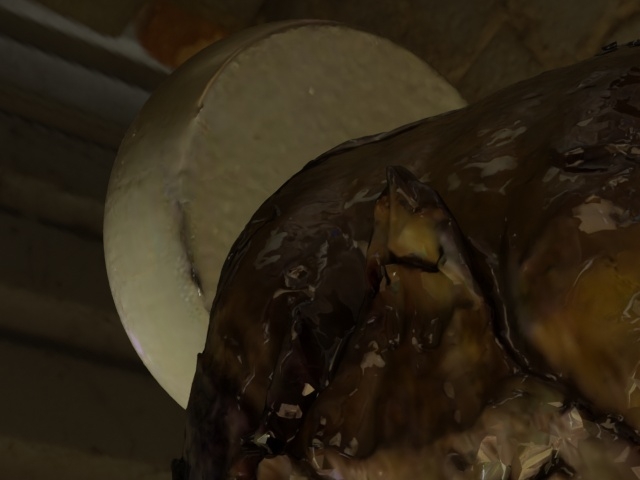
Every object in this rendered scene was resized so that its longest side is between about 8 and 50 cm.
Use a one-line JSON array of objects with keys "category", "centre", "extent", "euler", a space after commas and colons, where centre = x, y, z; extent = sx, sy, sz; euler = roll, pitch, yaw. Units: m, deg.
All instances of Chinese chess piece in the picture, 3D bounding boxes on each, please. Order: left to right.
[{"category": "Chinese chess piece", "centre": [0.000, 0.000, 0.770], "extent": [0.273, 0.102, 0.273], "euler": [10, -108, -31]}]

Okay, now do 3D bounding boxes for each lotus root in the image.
[{"category": "lotus root", "centre": [0.071, 0.069, 0.388], "extent": [0.272, 0.272, 0.192], "euler": [41, -163, 9]}]
